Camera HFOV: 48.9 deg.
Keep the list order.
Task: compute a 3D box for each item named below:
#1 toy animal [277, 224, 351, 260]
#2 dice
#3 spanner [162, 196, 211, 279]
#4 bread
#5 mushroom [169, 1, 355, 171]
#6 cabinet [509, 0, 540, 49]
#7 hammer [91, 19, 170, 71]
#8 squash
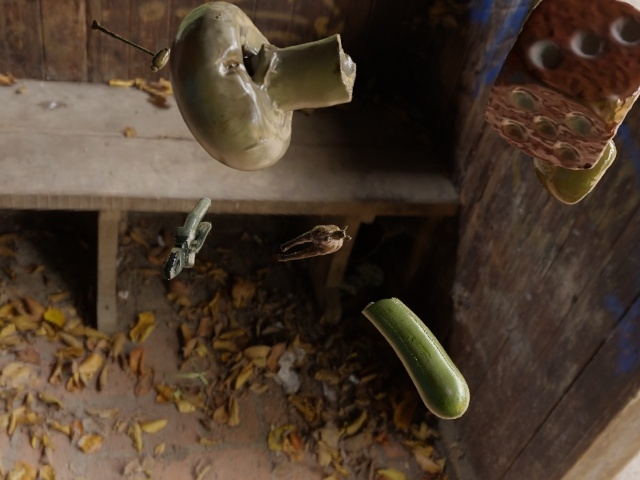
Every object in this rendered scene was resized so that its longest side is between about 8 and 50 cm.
[{"bbox_3d":[0.000,0.000,1.522,0.224,0.229,0.066,-15,90,-58],"label":"toy animal"},{"bbox_3d":[0.338,-0.218,0.955,0.179,0.175,0.174,29,75,17],"label":"dice"},{"bbox_3d":[-0.287,0.002,1.529,0.040,0.096,0.325,5,25,4],"label":"spanner"},{"bbox_3d":[0.446,-0.159,1.280,0.098,0.147,0.217,27,20,-4],"label":"bread"},{"bbox_3d":[-0.096,-0.279,1.185,0.290,0.292,0.292,-17,39,18],"label":"mushroom"},{"bbox_3d":[0.429,-0.337,1.230,0.150,0.145,0.206,14,41,-5],"label":"cabinet"},{"bbox_3d":[-0.203,-0.208,0.741,0.123,0.014,0.029,31,85,29],"label":"hammer"},{"bbox_3d":[0.173,0.202,1.240,0.083,0.083,0.250,-29,80,-38],"label":"squash"}]
